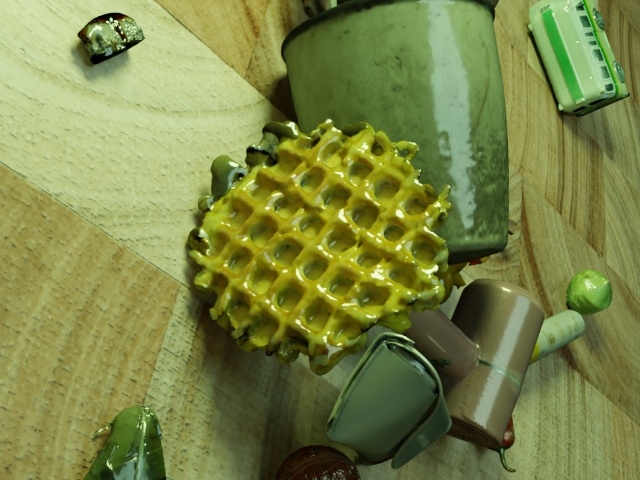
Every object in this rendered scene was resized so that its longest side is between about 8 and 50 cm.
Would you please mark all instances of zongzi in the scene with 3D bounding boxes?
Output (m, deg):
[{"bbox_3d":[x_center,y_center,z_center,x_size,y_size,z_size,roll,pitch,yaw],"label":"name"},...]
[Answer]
[{"bbox_3d":[-0.201,0.206,0.812,0.119,0.055,0.109,5,65,-37],"label":"zongzi"}]

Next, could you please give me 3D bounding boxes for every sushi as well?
[{"bbox_3d":[-0.237,-0.234,0.990,0.046,0.044,0.083,59,37,-11],"label":"sushi"}]

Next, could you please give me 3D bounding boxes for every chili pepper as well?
[{"bbox_3d":[0.259,0.262,1.327,0.059,0.050,0.191,28,40,-35],"label":"chili pepper"}]

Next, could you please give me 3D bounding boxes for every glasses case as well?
[{"bbox_3d":[0.083,0.201,0.984,0.083,0.128,0.308,39,-9,21],"label":"glasses case"}]

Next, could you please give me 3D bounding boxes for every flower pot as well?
[{"bbox_3d":[0.110,-0.128,1.175,0.293,0.293,0.331,1,79,-49],"label":"flower pot"}]

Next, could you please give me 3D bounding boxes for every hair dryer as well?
[{"bbox_3d":[0.166,0.109,1.147,0.352,0.125,0.210,44,63,-42],"label":"hair dryer"}]

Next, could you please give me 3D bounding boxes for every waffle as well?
[{"bbox_3d":[-0.003,-0.009,0.983,0.062,0.329,0.329,63,26,-57],"label":"waffle"}]

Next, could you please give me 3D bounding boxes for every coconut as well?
[{"bbox_3d":[0.514,0.098,1.674,0.087,0.096,0.088,19,50,-25],"label":"coconut"}]

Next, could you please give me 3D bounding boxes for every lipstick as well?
[{"bbox_3d":[0.380,0.170,1.508,0.264,0.059,0.059,-12,81,-51],"label":"lipstick"}]

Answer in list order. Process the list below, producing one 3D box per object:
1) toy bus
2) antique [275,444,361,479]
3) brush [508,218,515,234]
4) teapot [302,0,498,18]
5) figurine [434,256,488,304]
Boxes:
[{"bbox_3d":[0.567,-0.424,1.962,0.164,0.133,0.276,-16,84,-52],"label":"toy bus"},{"bbox_3d":[-0.003,0.274,0.972,0.104,0.104,0.104,25,54,-41],"label":"antique"},{"bbox_3d":[0.235,-0.083,1.458,0.301,0.071,0.084,31,62,-37],"label":"brush"},{"bbox_3d":[0.097,-0.419,1.330,0.312,0.233,0.315,28,81,-48],"label":"teapot"},{"bbox_3d":[0.196,0.033,1.307,0.121,0.122,0.176,57,38,-17],"label":"figurine"}]
